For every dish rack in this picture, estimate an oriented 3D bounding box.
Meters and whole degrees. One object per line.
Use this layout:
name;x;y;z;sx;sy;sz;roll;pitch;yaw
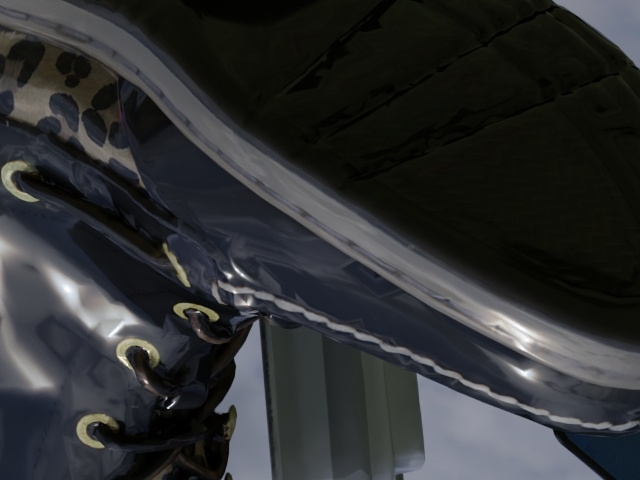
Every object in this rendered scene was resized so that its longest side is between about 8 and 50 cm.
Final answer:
dish rack;0.000;0.000;0.882;0.072;0.332;0.285;-4;167;-2

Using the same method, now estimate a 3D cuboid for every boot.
boot;-0.045;0.027;0.640;0.377;0.284;0.138;28;-141;26

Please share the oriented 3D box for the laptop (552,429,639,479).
laptop;0.391;0.050;0.936;0.408;0.236;0.382;7;-129;29
